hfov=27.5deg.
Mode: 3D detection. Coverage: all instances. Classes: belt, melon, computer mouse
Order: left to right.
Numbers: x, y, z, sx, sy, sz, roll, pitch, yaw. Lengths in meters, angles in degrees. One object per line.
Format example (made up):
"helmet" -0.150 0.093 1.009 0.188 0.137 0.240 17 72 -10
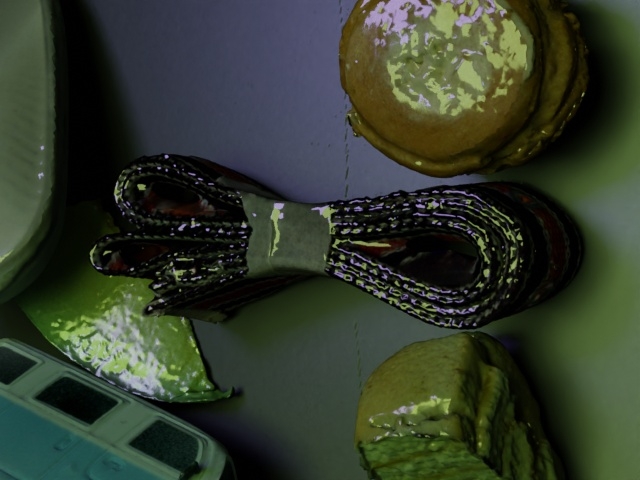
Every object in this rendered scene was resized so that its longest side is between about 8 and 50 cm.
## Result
"computer mouse" -0.292 -0.085 1.075 0.197 0.095 0.330 -19 60 25
"melon" -0.162 0.055 1.059 0.262 0.053 0.114 39 90 25
"belt" 0.000 0.000 0.914 0.360 0.094 0.126 1 86 33

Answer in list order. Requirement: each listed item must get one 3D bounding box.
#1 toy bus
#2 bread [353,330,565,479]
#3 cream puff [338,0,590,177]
"toy bus" -0.181 0.185 0.973 0.271 0.165 0.133 22 132 27
"bread" 0.093 0.121 0.848 0.103 0.156 0.110 -18 45 27
"cream puff" 0.095 -0.115 0.846 0.165 0.115 0.150 37 113 20
